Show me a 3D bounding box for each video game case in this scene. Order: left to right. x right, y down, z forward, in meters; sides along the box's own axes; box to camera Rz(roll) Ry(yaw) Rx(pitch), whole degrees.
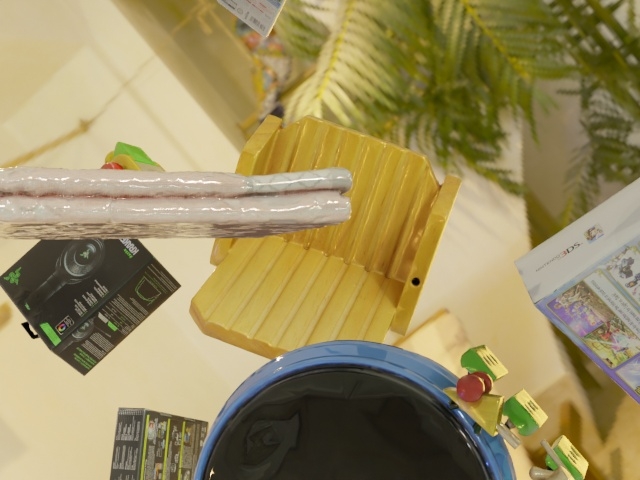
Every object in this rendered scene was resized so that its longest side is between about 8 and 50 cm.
[{"bbox_3d":[-0.083,-0.344,1.394,0.011,0.087,0.122,-45,-9,-48],"label":"video game case"},{"bbox_3d":[0.347,0.033,0.943,0.244,0.269,0.061,-37,40,16],"label":"video game case"}]

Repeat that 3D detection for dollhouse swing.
[{"bbox_3d":[0.000,0.000,1.629,0.305,0.347,0.315,-44,-27,-72],"label":"dollhouse swing"}]

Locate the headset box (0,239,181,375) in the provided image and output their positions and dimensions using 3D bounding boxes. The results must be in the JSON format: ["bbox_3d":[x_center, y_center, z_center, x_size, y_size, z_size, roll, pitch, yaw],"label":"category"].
[{"bbox_3d":[-0.467,0.090,2.062,0.283,0.246,0.131,-43,-36,-6],"label":"headset box"}]

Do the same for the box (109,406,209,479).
[{"bbox_3d":[-0.284,0.438,1.815,0.060,0.270,0.216,-4,-16,25],"label":"box"}]

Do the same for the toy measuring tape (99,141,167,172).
[{"bbox_3d":[-0.278,-0.053,1.657,0.121,0.121,0.330,-41,43,-6],"label":"toy measuring tape"}]

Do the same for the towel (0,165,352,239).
[{"bbox_3d":[-0.166,-0.032,0.974,0.317,0.053,0.332,-1,-3,-19],"label":"towel"}]

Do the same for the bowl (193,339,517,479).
[{"bbox_3d":[0.034,0.312,1.205,0.391,0.391,0.077,-39,-7,10],"label":"bowl"}]

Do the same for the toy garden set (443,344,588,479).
[{"bbox_3d":[0.221,0.221,1.091,0.049,0.244,0.204,-43,-14,10],"label":"toy garden set"}]
